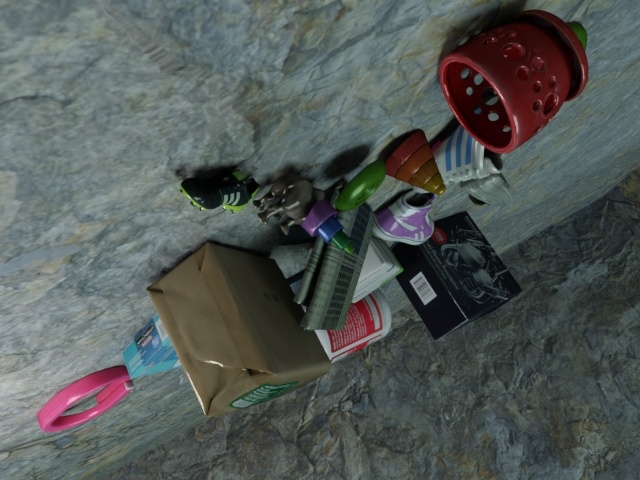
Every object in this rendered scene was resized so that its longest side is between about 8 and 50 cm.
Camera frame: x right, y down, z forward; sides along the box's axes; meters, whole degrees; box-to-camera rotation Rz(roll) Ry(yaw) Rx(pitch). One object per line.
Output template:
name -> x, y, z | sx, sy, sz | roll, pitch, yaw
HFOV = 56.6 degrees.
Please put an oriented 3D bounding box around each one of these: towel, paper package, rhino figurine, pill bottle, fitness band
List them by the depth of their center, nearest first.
rhino figurine -> -0.041, -0.065, 1.133 | 0.106, 0.073, 0.243 | -38, 165, 9
paper package -> -0.155, 0.182, 1.245 | 0.168, 0.309, 0.325 | -35, 162, 12
towel -> 0.038, 0.053, 1.355 | 0.312, 0.056, 0.324 | 30, 75, -72
fitness band -> -0.632, 0.432, 1.603 | 0.291, 0.054, 0.209 | -41, 160, 28
pill bottle -> 0.025, 0.298, 2.031 | 0.408, 0.229, 0.229 | -19, 160, -33

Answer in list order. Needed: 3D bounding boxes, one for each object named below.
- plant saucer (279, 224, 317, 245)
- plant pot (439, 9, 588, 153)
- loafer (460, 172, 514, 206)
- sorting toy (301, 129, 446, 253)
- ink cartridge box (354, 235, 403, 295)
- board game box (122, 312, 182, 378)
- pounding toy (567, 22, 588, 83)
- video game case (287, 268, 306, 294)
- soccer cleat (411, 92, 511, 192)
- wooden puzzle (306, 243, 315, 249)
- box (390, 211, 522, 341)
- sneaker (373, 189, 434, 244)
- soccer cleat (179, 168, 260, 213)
plant saucer -> -0.022, -0.018, 1.391 | 0.067, 0.018, 0.192 | -47, 158, 28
plant pot -> 0.319, -0.267, 0.980 | 0.174, 0.191, 0.191 | -37, 164, -8
loafer -> 0.485, -0.154, 1.734 | 0.111, 0.112, 0.319 | -31, 156, 20
sorting toy -> 0.128, -0.082, 1.157 | 0.366, 0.126, 0.127 | -36, 167, -35
ink cartridge box -> 0.114, 0.087, 1.766 | 0.198, 0.114, 0.273 | -34, 163, 11
board game box -> -0.291, 0.232, 1.513 | 0.336, 0.079, 0.254 | -3, 149, -47
pounding toy -> 0.475, -0.320, 1.213 | 0.183, 0.110, 0.237 | -30, 163, -3
video game case -> -0.150, 0.181, 1.750 | 0.274, 0.026, 0.196 | -29, 163, -9
soccer cleat -> 0.314, -0.174, 1.303 | 0.116, 0.143, 0.331 | -19, 160, -33
wooden puzzle -> 0.000, 0.000, 1.509 | 0.049, 0.006, 0.083 | -18, 159, -36
box -> 0.444, 0.112, 2.008 | 0.313, 0.343, 0.179 | -18, 159, -38
sneaker -> 0.272, -0.070, 1.615 | 0.161, 0.102, 0.282 | -43, 159, 28
soccer cleat -> -0.155, -0.083, 0.929 | 0.072, 0.060, 0.179 | -45, 167, 14
